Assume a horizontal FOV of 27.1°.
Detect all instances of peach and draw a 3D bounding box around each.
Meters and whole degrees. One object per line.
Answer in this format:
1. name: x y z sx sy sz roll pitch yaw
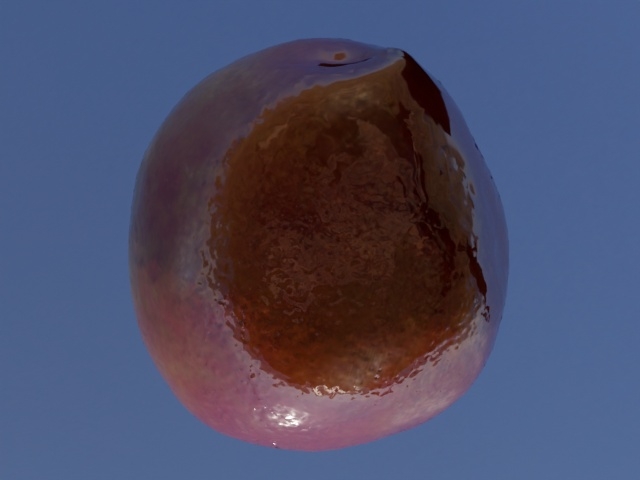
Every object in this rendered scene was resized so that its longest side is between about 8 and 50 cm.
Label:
1. peach: 0.000 0.000 1.031 0.307 0.308 0.332 -1 -56 -27
